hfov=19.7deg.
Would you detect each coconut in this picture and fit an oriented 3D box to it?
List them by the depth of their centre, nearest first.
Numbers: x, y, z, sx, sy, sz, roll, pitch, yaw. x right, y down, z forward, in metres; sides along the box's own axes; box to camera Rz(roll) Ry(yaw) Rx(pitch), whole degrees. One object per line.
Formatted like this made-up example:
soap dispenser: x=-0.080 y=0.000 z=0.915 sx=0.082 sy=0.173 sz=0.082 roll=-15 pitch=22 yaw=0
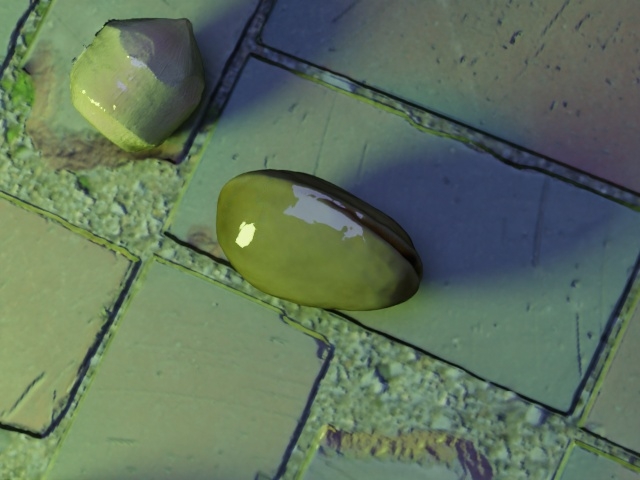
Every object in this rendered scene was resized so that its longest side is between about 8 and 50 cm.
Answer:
coconut: x=-0.155 y=-0.145 z=1.602 sx=0.110 sy=0.110 sz=0.124 roll=42 pitch=95 yaw=17

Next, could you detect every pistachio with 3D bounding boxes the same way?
pistachio: x=0.000 y=0.000 z=1.528 sx=0.185 sy=0.126 sz=0.108 roll=23 pitch=51 yaw=11
